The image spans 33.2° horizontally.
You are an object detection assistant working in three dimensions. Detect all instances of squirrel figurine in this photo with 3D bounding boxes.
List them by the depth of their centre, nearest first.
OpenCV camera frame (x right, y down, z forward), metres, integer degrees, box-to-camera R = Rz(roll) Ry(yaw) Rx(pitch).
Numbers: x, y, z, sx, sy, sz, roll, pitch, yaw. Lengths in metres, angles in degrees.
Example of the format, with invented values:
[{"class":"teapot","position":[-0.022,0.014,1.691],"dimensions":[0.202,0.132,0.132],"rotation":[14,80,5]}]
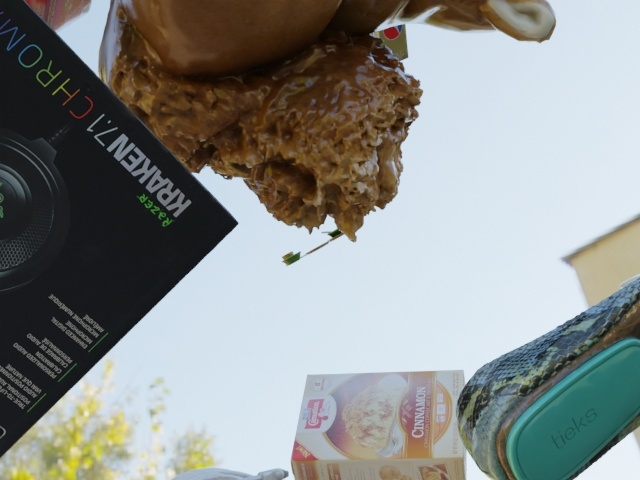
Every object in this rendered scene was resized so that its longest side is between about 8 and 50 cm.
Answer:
[{"class":"squirrel figurine","position":[0.008,-0.213,0.942],"dimensions":[0.371,0.281,0.396],"rotation":[5,-70,-20]}]

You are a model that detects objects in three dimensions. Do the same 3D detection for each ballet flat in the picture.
[{"class":"ballet flat","position":[0.138,0.043,0.475],"dimensions":[0.188,0.070,0.070],"rotation":[-25,-31,-17]}]

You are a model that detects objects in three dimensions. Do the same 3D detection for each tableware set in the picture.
[{"class":"tableware set","position":[0.000,0.000,1.843],"dimensions":[0.154,0.024,0.104],"rotation":[-29,1,-4]}]

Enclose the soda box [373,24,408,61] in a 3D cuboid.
[{"class":"soda box","position":[0.091,-0.367,1.689],"dimensions":[0.058,0.061,0.181],"rotation":[-27,-54,-28]}]

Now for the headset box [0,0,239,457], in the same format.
[{"class":"headset box","position":[-0.244,-0.009,0.658],"dimensions":[0.283,0.131,0.246],"rotation":[-44,-58,-4]}]

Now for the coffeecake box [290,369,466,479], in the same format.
[{"class":"coffeecake box","position":[0.070,0.217,1.207],"dimensions":[0.186,0.142,0.068],"rotation":[-3,-56,10]}]

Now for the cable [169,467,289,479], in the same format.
[{"class":"cable","position":[-0.126,0.398,1.261],"dimensions":[0.257,0.257,0.089],"rotation":[11,-24,-35]}]

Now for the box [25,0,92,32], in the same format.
[{"class":"box","position":[-0.335,-0.382,1.270],"dimensions":[0.128,0.122,0.256],"rotation":[28,-52,6]}]
